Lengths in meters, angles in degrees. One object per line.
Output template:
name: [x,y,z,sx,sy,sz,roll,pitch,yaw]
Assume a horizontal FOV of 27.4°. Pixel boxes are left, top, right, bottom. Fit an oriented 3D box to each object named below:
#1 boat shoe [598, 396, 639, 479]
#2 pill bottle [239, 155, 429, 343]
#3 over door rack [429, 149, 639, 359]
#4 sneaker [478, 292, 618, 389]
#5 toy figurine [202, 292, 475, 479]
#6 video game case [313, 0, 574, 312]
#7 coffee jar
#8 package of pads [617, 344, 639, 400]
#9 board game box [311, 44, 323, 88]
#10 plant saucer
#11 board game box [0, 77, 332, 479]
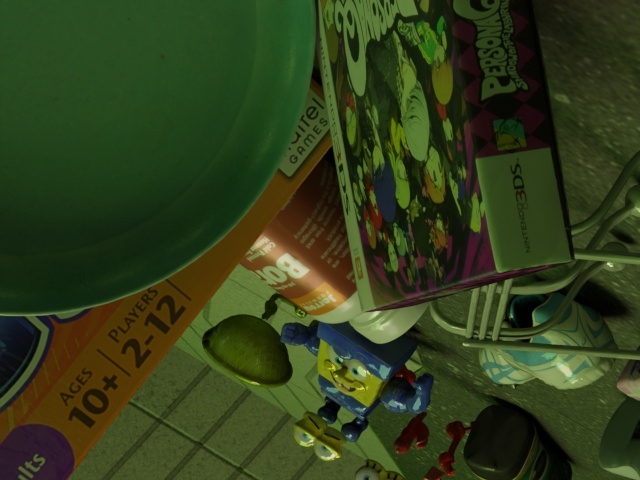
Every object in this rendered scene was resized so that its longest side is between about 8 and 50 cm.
boat shoe: [0.332,0.195,1.141,0.105,0.113,0.306,26,169,0]
pill bottle: [-0.003,-0.004,1.157,0.216,0.121,0.121,38,166,-22]
over door rack: [0.232,0.026,0.809,0.324,0.108,0.239,16,164,9]
sneaker: [0.188,0.082,1.152,0.086,0.085,0.237,59,169,0]
toy figurine: [0.040,0.125,1.610,0.362,0.191,0.217,35,138,20]
video game case: [0.048,-0.076,0.659,0.042,0.210,0.232,-9,175,-14]
coffee jar: [0.251,0.283,1.670,0.079,0.096,0.184,12,156,37]
package of pads: [0.277,0.104,1.063,0.032,0.050,0.083,33,167,-5]
board game box: [0.059,-0.090,0.872,0.181,0.043,0.092,27,166,22]
plant saucer: [-0.160,-0.116,0.720,0.317,0.317,0.044,38,-179,-23]
board game box: [-0.273,-0.068,0.918,0.356,0.356,0.356,42,169,-21]
